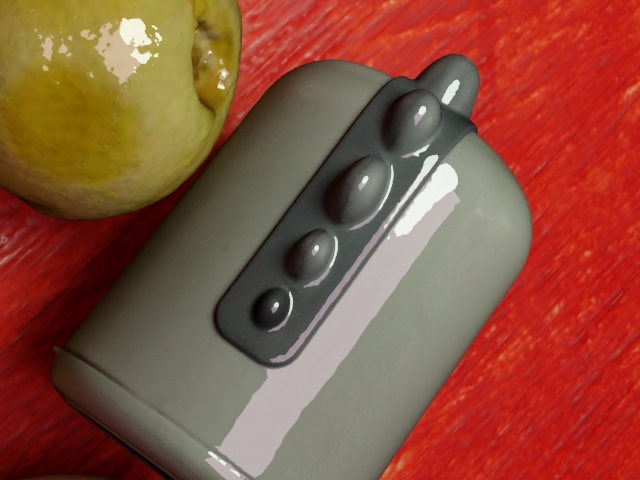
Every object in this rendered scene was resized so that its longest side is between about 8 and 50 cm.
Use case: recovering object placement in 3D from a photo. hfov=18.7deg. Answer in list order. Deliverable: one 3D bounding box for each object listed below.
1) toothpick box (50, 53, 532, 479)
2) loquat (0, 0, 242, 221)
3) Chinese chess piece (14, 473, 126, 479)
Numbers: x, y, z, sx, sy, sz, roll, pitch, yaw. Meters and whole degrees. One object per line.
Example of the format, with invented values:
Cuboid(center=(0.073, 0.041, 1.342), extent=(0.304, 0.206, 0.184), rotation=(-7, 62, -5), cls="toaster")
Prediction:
Cuboid(center=(0.000, 0.022, 1.212), extent=(0.229, 0.229, 0.316), rotation=(41, 80, -29), cls="toothpick box")
Cuboid(center=(-0.153, -0.110, 1.191), extent=(0.213, 0.213, 0.213), rotation=(-4, 97, -33), cls="loquat")
Cuboid(center=(-0.168, 0.316, 1.240), extent=(0.338, 0.140, 0.338), rotation=(-9, 106, -35), cls="Chinese chess piece")
